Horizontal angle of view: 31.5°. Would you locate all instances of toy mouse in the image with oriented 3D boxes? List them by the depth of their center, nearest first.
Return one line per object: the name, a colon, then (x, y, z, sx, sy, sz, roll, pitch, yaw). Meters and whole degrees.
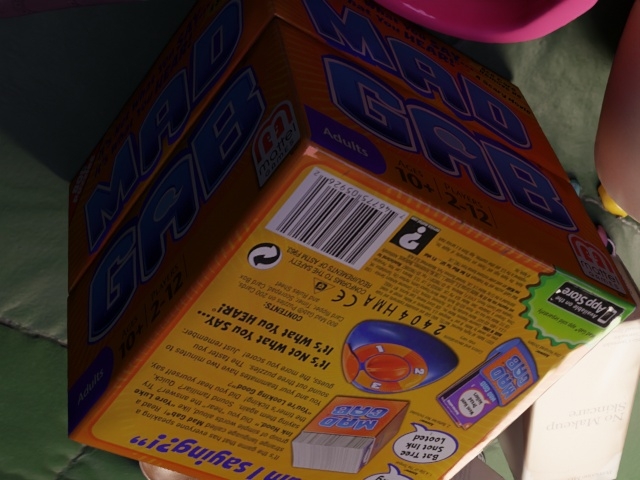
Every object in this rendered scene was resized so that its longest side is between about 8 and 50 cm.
toy mouse: (0.308, -0.020, 1.353, 0.143, 0.031, 0.161, -21, 131, 6)

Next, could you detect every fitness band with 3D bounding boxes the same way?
fitness band: (0.126, -0.232, 0.987, 0.209, 0.291, 0.054, 14, 85, -10)

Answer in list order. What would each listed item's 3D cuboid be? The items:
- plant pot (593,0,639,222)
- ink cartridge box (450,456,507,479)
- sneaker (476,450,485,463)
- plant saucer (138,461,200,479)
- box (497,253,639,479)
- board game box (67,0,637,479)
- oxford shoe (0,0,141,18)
plant pot: (0.387, -0.179, 1.065, 0.256, 0.256, 0.274, -15, 138, 1)
ink cartridge box: (0.038, 0.264, 1.255, 0.385, 0.308, 0.091, 36, 112, -1)
sneaker: (0.134, 0.242, 1.451, 0.106, 0.162, 0.281, -40, 127, 21)
plant saucer: (-0.141, 0.267, 1.496, 0.198, 0.036, 0.199, -6, 130, -7)
box: (0.318, 0.178, 1.464, 0.148, 0.121, 0.311, -9, 131, -6)
board game box: (0.000, 0.000, 1.085, 0.356, 0.356, 0.356, 25, 121, -29)
oxford shoe: (-0.198, -0.251, 0.997, 0.271, 0.098, 0.097, -19, 131, 4)
